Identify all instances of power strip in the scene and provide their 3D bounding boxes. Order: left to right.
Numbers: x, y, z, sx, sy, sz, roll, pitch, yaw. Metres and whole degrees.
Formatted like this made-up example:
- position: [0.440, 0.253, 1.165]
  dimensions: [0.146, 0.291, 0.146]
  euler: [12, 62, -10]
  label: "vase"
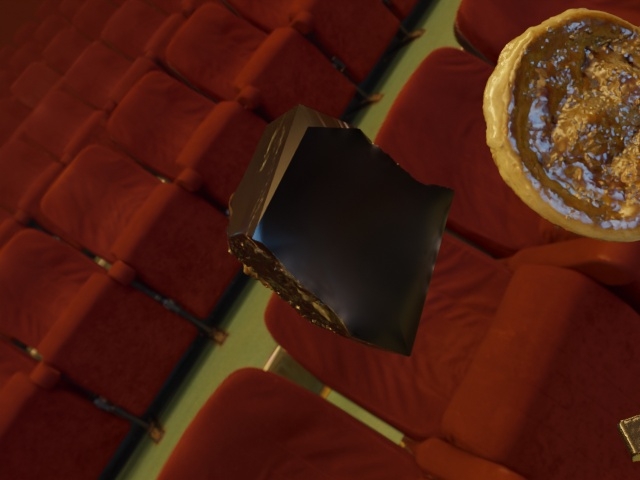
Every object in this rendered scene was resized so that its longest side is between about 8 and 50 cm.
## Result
- position: [0.279, 0.132, 0.401]
  dimensions: [0.111, 0.038, 0.029]
  euler: [-25, 53, 14]
  label: "power strip"

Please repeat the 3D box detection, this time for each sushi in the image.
- position: [-0.001, 0.000, 0.680]
  dimensions: [0.212, 0.227, 0.216]
  euler: [-10, 59, 62]
  label: "sushi"

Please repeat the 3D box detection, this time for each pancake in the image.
- position: [0.177, -0.074, 0.338]
  dimensions: [0.158, 0.158, 0.028]
  euler: [-55, -1, -11]
  label: "pancake"
